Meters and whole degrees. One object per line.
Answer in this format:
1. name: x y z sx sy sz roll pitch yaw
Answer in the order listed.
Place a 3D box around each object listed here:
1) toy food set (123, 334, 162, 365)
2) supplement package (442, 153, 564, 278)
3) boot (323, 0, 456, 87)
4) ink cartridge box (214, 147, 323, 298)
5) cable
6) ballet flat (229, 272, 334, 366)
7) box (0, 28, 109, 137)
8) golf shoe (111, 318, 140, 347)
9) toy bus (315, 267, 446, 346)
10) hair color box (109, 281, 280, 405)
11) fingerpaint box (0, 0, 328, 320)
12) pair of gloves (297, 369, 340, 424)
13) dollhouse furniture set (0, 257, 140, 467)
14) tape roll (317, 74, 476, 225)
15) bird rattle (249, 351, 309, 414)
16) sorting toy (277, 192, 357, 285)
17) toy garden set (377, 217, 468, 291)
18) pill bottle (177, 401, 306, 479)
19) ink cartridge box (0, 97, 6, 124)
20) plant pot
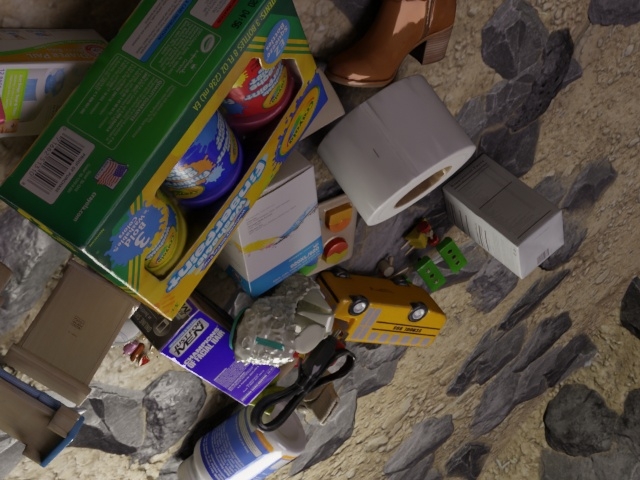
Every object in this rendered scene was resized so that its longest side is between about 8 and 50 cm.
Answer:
1. toy food set: -0.338 0.200 1.937 0.078 0.019 0.122 -33 151 -20
2. supplement package: 0.409 -0.057 2.299 0.139 0.244 0.134 -38 144 -12
3. boot: 0.128 -0.393 1.775 0.283 0.109 0.220 -19 133 -26
4. ink cartridge box: -0.115 -0.058 1.782 0.168 0.171 0.232 -33 144 -21
5. cable: -0.033 0.281 2.093 0.287 0.072 0.139 -52 121 -14
6. ballet flat: -0.048 0.157 1.906 0.147 0.147 0.409 -58 173 16
7. box: -0.379 -0.216 1.390 0.203 0.103 0.114 -10 132 -43
8. golf shoe: -0.382 0.142 1.789 0.176 0.069 0.086 -9 125 -44
9. toy bus: 0.127 0.154 2.278 0.333 0.108 0.130 9 123 -39
10. hair color box: -0.226 0.166 1.876 0.110 0.185 0.339 -47 147 -1
11. fingerpaint box: -0.196 -0.143 1.469 0.445 0.163 0.371 -55 162 -10
12. pair of gloves: -0.050 0.398 2.328 0.042 0.204 0.240 35 101 -19
13. dollhouse furniture set: -0.489 0.181 1.681 0.303 0.286 0.198 -46 -165 43
14. tape roll: 0.139 -0.164 1.880 0.246 0.169 0.246 -34 172 -6
15. bird rattle: -0.086 0.228 2.118 0.253 0.143 0.207 -38 128 -19
16. sorting toy: 0.000 0.000 2.089 0.208 0.038 0.193 -26 141 -29
17. toy garden set: 0.203 0.067 2.372 0.244 0.049 0.204 -40 138 1
18. pill bottle: -0.178 0.462 2.224 0.272 0.152 0.152 -36 150 20
19. ink cartridge box: -0.533 -0.199 1.167 0.283 0.117 0.207 -22 115 -33
20. plant pot: -0.039 -0.249 1.741 0.109 0.109 0.096 -32 131 -21
